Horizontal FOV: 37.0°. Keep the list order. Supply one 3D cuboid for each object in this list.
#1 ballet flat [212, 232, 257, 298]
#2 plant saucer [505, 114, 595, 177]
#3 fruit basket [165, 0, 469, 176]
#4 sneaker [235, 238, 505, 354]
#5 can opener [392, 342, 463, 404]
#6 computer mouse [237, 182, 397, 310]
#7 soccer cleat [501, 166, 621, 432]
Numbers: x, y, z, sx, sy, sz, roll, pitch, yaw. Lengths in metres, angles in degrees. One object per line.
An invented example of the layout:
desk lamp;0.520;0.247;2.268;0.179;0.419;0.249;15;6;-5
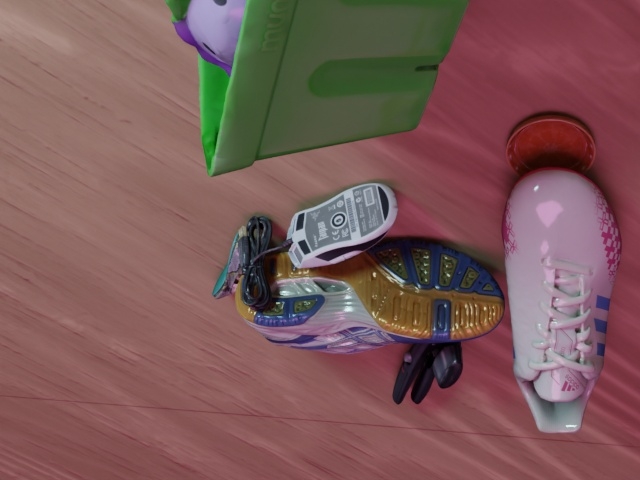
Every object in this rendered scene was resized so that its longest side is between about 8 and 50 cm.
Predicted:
ballet flat;-0.095;0.037;1.108;0.041;0.041;0.114;20;137;-7
plant saucer;0.220;-0.087;0.916;0.084;0.013;0.083;8;138;7
fruit basket;-0.079;-0.258;0.653;0.392;0.282;0.392;-6;141;-5
sneaker;0.059;0.073;1.081;0.297;0.111;0.131;3;153;14
can opener;0.123;0.157;1.171;0.059;0.073;0.186;12;147;-10
computer mouse;0.000;0.000;1.016;0.193;0.106;0.042;-20;147;20
soccer cleat;0.250;0.075;0.979;0.116;0.143;0.331;-2;137;14
